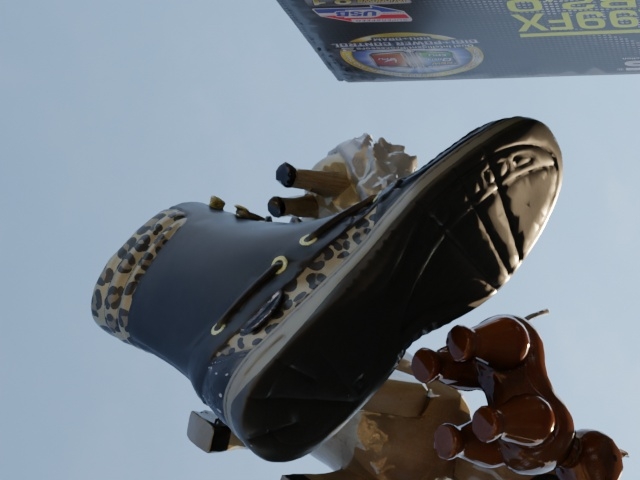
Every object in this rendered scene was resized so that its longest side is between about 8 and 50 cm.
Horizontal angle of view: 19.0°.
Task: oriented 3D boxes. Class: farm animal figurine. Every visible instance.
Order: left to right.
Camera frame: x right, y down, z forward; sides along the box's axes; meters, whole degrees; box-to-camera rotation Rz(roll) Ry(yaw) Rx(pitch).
[{"bbox_3d":[0.054,0.148,1.151,0.172,0.330,0.327,2,-146,-39],"label":"farm animal figurine"}]

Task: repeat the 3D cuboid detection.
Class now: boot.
[{"bbox_3d":[-0.001,-0.001,1.032,0.236,0.179,0.085,-43,-52,-18],"label":"boot"}]

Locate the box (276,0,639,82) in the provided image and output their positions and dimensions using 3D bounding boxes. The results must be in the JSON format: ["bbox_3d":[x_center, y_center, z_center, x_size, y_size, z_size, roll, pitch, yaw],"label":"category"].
[{"bbox_3d":[0.116,-0.144,1.000,0.216,0.270,0.060,45,-133,-72],"label":"box"}]
